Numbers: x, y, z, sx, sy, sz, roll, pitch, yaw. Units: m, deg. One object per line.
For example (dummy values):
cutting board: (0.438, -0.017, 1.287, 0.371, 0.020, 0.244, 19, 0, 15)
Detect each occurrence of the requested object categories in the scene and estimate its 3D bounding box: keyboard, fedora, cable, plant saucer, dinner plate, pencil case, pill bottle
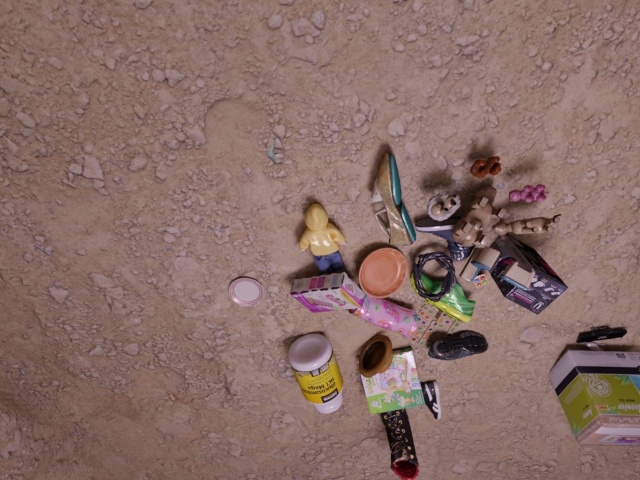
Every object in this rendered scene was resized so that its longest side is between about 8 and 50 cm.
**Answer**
keyboard: (1.197, 0.393, 1.712, 0.192, 0.038, 0.100, -10, 143, 5)
fedora: (0.245, 0.494, 1.684, 0.079, 0.194, 0.194, 35, 115, -24)
cable: (0.418, 0.133, 1.470, 0.150, 0.047, 0.185, -10, 91, 5)
plant saucer: (0.232, 0.118, 1.513, 0.200, 0.037, 0.200, -5, 108, -16)
dinner plate: (-0.295, 0.205, 1.609, 0.141, 0.017, 0.141, 0, 120, 0)
pencil case: (0.249, 0.284, 1.595, 0.284, 0.124, 0.124, 25, 117, -12)
pill bottle: (-0.007, 0.581, 1.730, 0.187, 0.188, 0.334, -13, 120, 8)

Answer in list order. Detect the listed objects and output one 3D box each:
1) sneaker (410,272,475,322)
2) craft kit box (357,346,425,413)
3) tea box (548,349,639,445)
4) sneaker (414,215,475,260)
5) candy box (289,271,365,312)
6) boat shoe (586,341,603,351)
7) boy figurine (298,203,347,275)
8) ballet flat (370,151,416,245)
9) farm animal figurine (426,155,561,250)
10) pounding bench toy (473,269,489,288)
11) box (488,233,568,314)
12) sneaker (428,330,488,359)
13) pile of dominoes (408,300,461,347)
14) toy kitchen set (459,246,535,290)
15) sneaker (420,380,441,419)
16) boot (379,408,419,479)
sneaker: (0.475, 0.201, 1.568, 0.295, 0.109, 0.123, 35, 78, -8)
craft kit box: (0.310, 0.616, 1.768, 0.246, 0.061, 0.250, -14, 92, 11)
tea box: (1.207, 0.651, 1.669, 0.329, 0.324, 0.220, 1, 134, -1)
sneaker: (0.449, -0.002, 1.443, 0.226, 0.086, 0.163, -2, 118, 0)
candy box: (0.026, 0.199, 1.505, 0.233, 0.071, 0.159, -13, 138, 34)
boat shoe: (1.201, 0.476, 1.750, 0.100, 0.035, 0.035, 32, 116, -18)
boy figurine: (0.000, 0.000, 1.445, 0.177, 0.092, 0.285, -15, 118, 10)
ballet flat: (0.233, -0.124, 1.364, 0.123, 0.123, 0.349, -17, 119, 10)
farm animal figurine: (0.555, -0.092, 1.319, 0.326, 0.172, 0.330, -40, 90, -1)
pounding bench toy: (0.614, 0.153, 1.546, 0.052, 0.065, 0.083, -29, 117, 16)
box: (0.701, 0.111, 1.415, 0.163, 0.247, 0.142, 26, 116, -14)
sneaker: (0.581, 0.452, 1.710, 0.267, 0.101, 0.106, -2, 146, -13)
pile of dominoes: (0.483, 0.366, 1.687, 0.196, 0.040, 0.251, 17, 119, -10)
toy kitchen set: (0.580, 0.114, 1.339, 0.166, 0.207, 0.122, 30, 94, 10)
sneaker: (0.501, 0.757, 1.902, 0.121, 0.079, 0.217, -8, 112, 9)
boot: (0.349, 0.879, 1.847, 0.138, 0.284, 0.377, -16, 119, 9)
